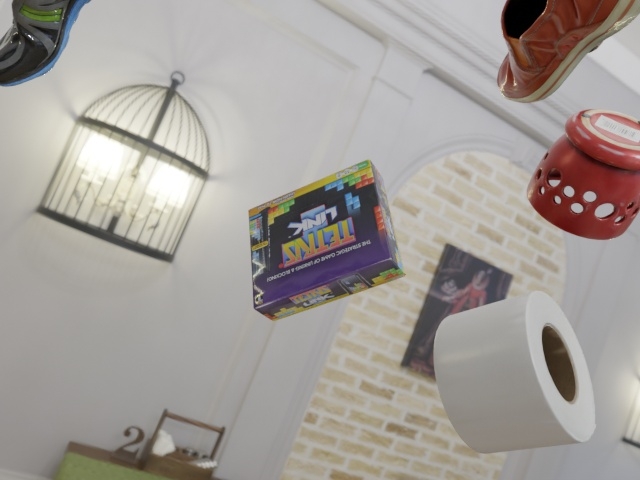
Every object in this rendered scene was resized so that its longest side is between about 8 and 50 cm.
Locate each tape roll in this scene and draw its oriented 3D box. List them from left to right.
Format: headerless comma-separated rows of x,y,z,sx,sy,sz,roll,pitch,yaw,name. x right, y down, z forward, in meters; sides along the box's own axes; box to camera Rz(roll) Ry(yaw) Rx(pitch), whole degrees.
0.326,0.223,0.917,0.169,0.246,0.246,-24,-36,36,tape roll

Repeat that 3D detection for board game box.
0.000,0.000,0.632,0.170,0.141,0.048,-22,-37,18,board game box

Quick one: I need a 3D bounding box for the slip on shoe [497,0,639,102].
0.247,-0.242,0.598,0.101,0.123,0.331,15,0,4,slip on shoe

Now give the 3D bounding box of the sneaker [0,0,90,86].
-0.269,-0.231,0.515,0.067,0.188,0.078,51,18,25,sneaker

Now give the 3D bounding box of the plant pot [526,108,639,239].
0.488,-0.123,0.962,0.191,0.191,0.174,21,-45,13,plant pot

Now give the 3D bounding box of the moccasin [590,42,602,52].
0.594,-0.595,1.184,0.139,0.147,0.380,29,-15,44,moccasin
